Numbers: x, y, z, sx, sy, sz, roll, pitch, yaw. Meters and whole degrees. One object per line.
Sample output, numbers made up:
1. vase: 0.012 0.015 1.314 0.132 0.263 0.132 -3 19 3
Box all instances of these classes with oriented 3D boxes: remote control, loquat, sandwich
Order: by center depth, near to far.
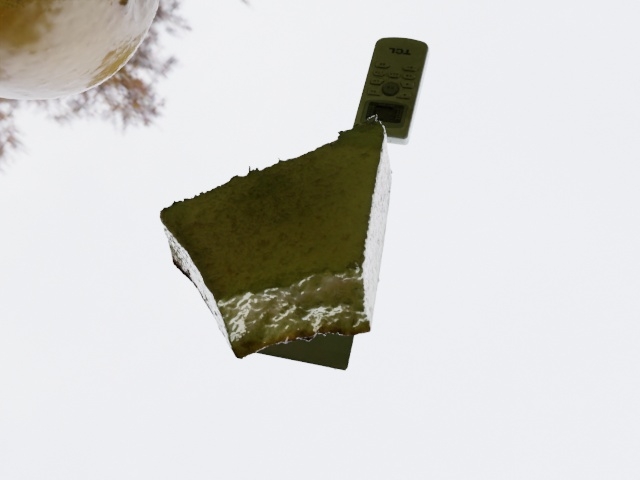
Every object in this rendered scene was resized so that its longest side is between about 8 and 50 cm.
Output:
1. loquat: -0.143 -0.132 0.476 0.141 0.141 0.141 -10 -116 21
2. sandwich: 0.000 0.000 0.749 0.193 0.058 0.162 -25 -135 -15
3. remote control: 0.107 -0.227 1.540 0.087 0.029 0.190 9 -119 12

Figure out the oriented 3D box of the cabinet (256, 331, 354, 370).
1. cabinet: -0.022 0.047 1.317 0.150 0.145 0.206 12 -93 -3
